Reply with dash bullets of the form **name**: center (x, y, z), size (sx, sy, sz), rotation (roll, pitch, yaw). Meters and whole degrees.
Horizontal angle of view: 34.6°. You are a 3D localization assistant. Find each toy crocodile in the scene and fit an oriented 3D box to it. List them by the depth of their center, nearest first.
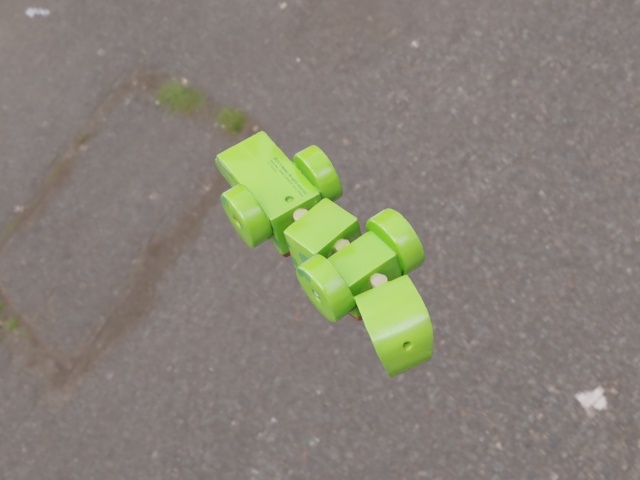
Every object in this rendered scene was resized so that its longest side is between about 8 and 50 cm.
- **toy crocodile**: center (0.000, 0.000, 1.041), size (0.115, 0.105, 0.340), rotation (-34, 51, -17)
